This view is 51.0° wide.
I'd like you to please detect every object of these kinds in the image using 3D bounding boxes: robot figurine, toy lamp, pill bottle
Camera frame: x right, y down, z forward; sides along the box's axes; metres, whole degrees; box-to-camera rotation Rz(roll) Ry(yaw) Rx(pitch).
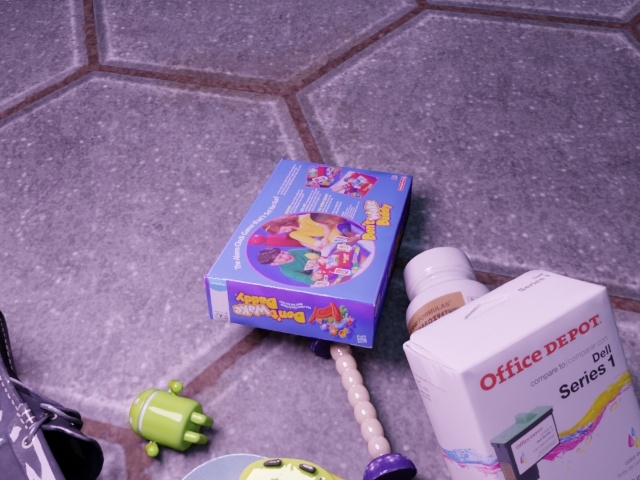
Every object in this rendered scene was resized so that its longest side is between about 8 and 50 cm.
[{"bbox_3d":[-0.204,0.238,0.898,0.115,0.067,0.101,14,75,15],"label":"robot figurine"},{"bbox_3d":[0.045,0.198,0.911,0.080,0.080,0.275,-14,51,-8],"label":"toy lamp"},{"bbox_3d":[0.189,0.126,0.924,0.131,0.131,0.229,-9,49,-3],"label":"pill bottle"}]

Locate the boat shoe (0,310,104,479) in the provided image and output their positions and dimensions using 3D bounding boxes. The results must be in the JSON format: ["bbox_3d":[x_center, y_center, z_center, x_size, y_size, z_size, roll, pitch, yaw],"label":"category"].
[{"bbox_3d":[-0.350,0.267,0.818,0.156,0.187,0.500,-21,56,-20],"label":"boat shoe"}]

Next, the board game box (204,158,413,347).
[{"bbox_3d":[0.000,0.000,1.025,0.233,0.078,0.347,9,36,12],"label":"board game box"}]

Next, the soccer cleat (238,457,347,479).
[{"bbox_3d":[0.043,0.326,0.771,0.289,0.121,0.093,11,62,10],"label":"soccer cleat"}]

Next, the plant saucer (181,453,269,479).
[{"bbox_3d":[-0.101,0.357,0.809,0.195,0.037,0.195,-2,49,3],"label":"plant saucer"}]

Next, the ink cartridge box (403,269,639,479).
[{"bbox_3d":[0.242,0.202,0.756,0.201,0.278,0.117,-25,15,-17],"label":"ink cartridge box"}]
